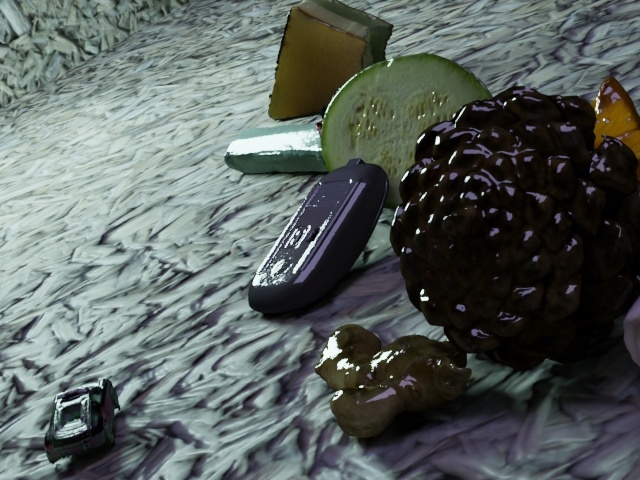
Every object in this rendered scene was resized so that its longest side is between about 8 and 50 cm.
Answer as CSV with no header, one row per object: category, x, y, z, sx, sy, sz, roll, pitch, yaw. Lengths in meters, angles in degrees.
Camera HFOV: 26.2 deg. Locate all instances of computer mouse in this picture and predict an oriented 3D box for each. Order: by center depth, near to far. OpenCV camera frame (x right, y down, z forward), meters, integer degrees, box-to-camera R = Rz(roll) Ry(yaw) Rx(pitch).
computer mouse,0.000,0.001,1.611,0.120,0.057,0.232,-4,44,45

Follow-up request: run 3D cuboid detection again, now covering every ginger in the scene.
ginger,0.066,0.118,1.265,0.133,0.059,0.214,-30,17,1

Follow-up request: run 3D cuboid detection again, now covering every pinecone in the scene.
pinecone,0.179,-0.013,1.214,0.243,0.243,0.257,-16,6,15

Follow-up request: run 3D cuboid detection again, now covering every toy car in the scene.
toy car,-0.250,0.181,1.432,0.069,0.055,0.142,-17,20,2

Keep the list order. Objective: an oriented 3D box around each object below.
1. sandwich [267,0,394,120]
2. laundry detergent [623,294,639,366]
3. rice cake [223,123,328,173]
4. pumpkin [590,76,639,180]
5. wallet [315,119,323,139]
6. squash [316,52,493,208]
sandwich,0.024,-0.279,2.323,0.186,0.220,0.108,28,37,17
laundry detergent,0.393,0.006,1.164,0.159,0.088,0.335,2,29,46
rice cake,-0.031,-0.134,2.038,0.336,0.063,0.066,7,51,51
pumpkin,0.263,-0.065,1.485,0.290,0.095,0.258,-30,17,-5
wallet,0.103,-0.142,1.855,0.204,0.045,0.142,-21,56,3
squash,0.098,-0.128,1.633,0.189,0.189,0.260,-23,5,-3
